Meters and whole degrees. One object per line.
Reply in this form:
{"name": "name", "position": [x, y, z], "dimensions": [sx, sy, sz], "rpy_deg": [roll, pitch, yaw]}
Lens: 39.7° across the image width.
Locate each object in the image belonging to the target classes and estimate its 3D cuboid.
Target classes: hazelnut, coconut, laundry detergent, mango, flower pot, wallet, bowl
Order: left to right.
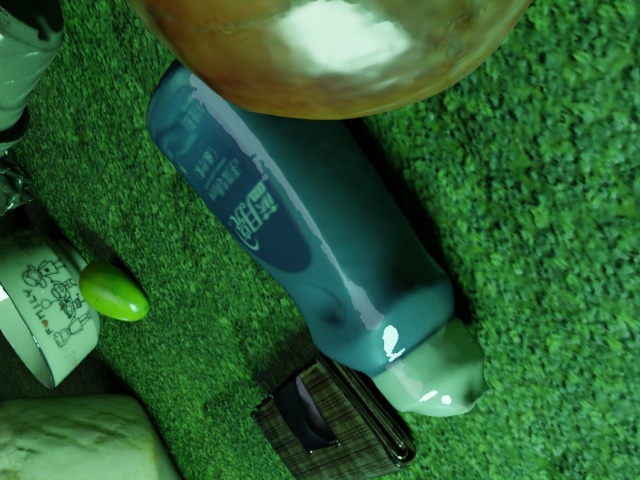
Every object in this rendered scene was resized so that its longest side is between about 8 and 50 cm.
{"name": "flower pot", "position": [-0.333, -0.200, 0.816], "dimensions": [0.140, 0.235, 0.235], "rpy_deg": [-36, 86, 19]}
{"name": "bowl", "position": [-0.394, 0.080, 1.263], "dimensions": [0.238, 0.126, 0.237], "rpy_deg": [38, 147, 31]}
{"name": "coconut", "position": [-0.384, 0.430, 1.370], "dimensions": [0.415, 0.415, 0.345], "rpy_deg": [58, 147, -2]}
{"name": "mango", "position": [-0.259, 0.066, 1.116], "dimensions": [0.108, 0.056, 0.073], "rpy_deg": [26, 145, 25]}
{"name": "hazelnut", "position": [0.000, -0.151, 0.365], "dimensions": [0.214, 0.176, 0.214], "rpy_deg": [13, 132, 14]}
{"name": "laundry detergent", "position": [0.000, 0.000, 0.597], "dimensions": [0.290, 0.094, 0.143], "rpy_deg": [54, 148, 7]}
{"name": "wallet", "position": [0.003, 0.179, 0.833], "dimensions": [0.124, 0.042, 0.230], "rpy_deg": [51, 153, 6]}

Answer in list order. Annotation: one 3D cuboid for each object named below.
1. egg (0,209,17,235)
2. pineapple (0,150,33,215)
{"name": "egg", "position": [-0.538, -0.034, 1.387], "dimensions": [0.131, 0.131, 0.164], "rpy_deg": [65, 174, -15]}
{"name": "pineapple", "position": [-0.473, -0.146, 1.170], "dimensions": [0.128, 0.128, 0.248], "rpy_deg": [12, 133, 53]}
